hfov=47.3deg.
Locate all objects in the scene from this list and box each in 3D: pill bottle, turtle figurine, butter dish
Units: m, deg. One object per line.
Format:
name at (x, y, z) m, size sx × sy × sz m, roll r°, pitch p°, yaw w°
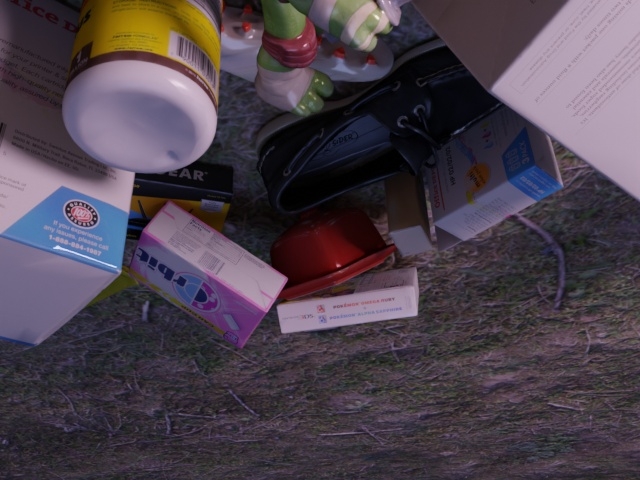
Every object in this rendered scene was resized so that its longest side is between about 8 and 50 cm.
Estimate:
pill bottle at (-0.142, -0.171, 0.611) m, size 0.117 × 0.215 × 0.117 m, roll -2°, pitch 146°, yaw -1°
turtle figurine at (0.027, -0.218, 0.561) m, size 0.274 × 0.198 × 0.266 m, roll -23°, pitch 165°, yaw -11°
butter dish at (0.000, 0.000, 0.973) m, size 0.160 × 0.118 × 0.159 m, roll -22°, pitch 179°, yaw 44°

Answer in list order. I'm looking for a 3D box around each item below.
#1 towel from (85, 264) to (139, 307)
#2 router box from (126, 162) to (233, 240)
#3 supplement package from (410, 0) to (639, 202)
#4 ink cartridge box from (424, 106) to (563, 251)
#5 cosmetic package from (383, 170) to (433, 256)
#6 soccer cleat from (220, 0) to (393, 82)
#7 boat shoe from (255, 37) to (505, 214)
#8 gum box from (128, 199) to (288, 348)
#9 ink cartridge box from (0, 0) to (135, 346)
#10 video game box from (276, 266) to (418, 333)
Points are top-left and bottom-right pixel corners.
towel at (-0.399, 0.081, 1.144) m, size 0.237 × 0.021 × 0.102 m, roll -23°, pitch 142°, yaw 28°
router box at (-0.211, -0.050, 0.938) m, size 0.178 × 0.046 × 0.133 m, roll 8°, pitch 145°, yaw -15°
supplement package at (0.258, -0.171, 0.639) m, size 0.292 × 0.175 × 0.177 m, roll 25°, pitch 117°, yaw -34°
ink cartridge box at (0.188, -0.073, 0.878) m, size 0.061 × 0.104 × 0.181 m, roll 26°, pitch 137°, yaw -35°
cosmetic package at (0.107, -0.045, 0.906) m, size 0.041 × 0.115 × 0.060 m, roll -15°, pitch 145°, yaw 17°
soccer cleat at (-0.026, -0.189, 0.734) m, size 0.196 × 0.068 × 0.076 m, roll 9°, pitch 150°, yaw -4°
boat shoe at (0.078, -0.115, 0.800) m, size 0.339 × 0.113 × 0.127 m, roll -16°, pitch 143°, yaw 19°
gum box at (-0.149, 0.043, 0.920) m, size 0.188 × 0.062 × 0.107 m, roll 34°, pitch 139°, yaw -2°
ink cartridge box at (-0.303, -0.076, 0.693) m, size 0.198 × 0.270 × 0.197 m, roll 23°, pitch 140°, yaw -33°
video game box at (0.048, 0.083, 1.056) m, size 0.186 × 0.048 × 0.205 m, roll -6°, pitch -176°, yaw 9°
